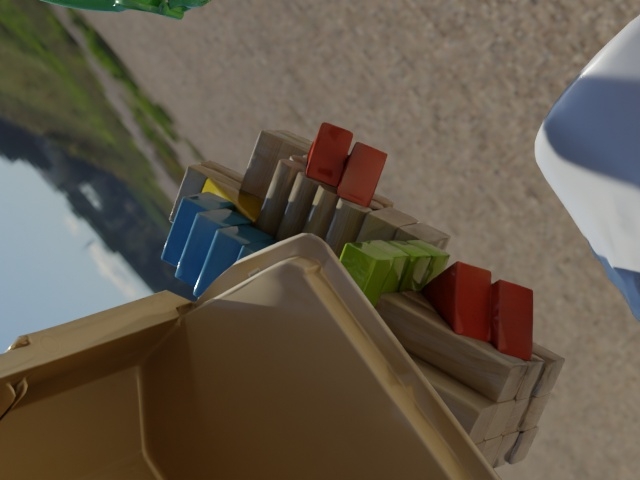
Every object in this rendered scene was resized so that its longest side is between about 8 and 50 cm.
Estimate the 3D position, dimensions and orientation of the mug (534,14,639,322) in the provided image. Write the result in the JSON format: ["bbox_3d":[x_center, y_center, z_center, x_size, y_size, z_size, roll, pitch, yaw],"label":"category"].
[{"bbox_3d":[0.343,-0.007,0.658,0.328,0.374,0.276,59,-177,15],"label":"mug"}]

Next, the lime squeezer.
[{"bbox_3d":[-0.169,-0.273,1.446,0.110,0.310,0.059,64,-151,-3],"label":"lime squeezer"}]

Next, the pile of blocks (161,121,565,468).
[{"bbox_3d":[0.000,0.000,0.810,0.149,0.112,0.362,11,-164,-35],"label":"pile of blocks"}]

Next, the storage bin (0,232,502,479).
[{"bbox_3d":[-0.046,0.138,0.387,0.260,0.123,0.262,54,-146,13],"label":"storage bin"}]
